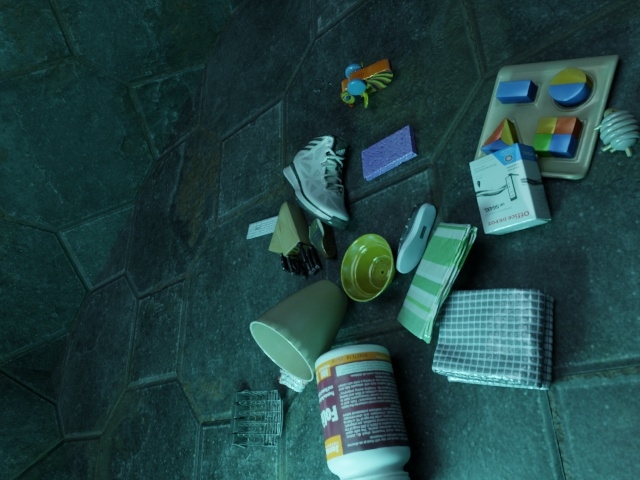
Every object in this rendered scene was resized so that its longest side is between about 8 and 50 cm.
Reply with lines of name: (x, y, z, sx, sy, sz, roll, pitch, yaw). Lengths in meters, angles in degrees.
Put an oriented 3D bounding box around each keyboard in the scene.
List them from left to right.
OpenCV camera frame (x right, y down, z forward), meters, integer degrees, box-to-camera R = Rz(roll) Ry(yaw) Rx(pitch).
keyboard: (-0.228, -0.061, 2.079, 0.256, 0.014, 0.072, -13, 64, 42)

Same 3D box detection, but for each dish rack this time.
dish rack: (-0.222, 0.634, 1.739, 0.271, 0.074, 0.208, -17, 63, 38)

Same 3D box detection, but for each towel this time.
towel: (0.316, 0.104, 1.353, 0.248, 0.038, 0.324, -148, 80, -82)
towel: (0.419, 0.238, 1.210, 0.284, 0.121, 0.235, -8, 67, 44)

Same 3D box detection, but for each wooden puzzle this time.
wooden puzzle: (0.584, -0.342, 1.316, 0.322, 0.080, 0.347, 14, 84, 48)

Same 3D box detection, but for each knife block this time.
knife block: (-0.078, -0.001, 1.846, 0.242, 0.088, 0.275, 8, 79, 46)

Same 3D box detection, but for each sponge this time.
sponge: (0.235, -0.303, 1.694, 0.210, 0.031, 0.117, -25, 57, 37)

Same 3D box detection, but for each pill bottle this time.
pill bottle: (0.117, 0.505, 1.328, 0.224, 0.224, 0.392, -32, 52, 33)

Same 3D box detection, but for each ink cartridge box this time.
ink cartridge box: (0.493, -0.130, 1.272, 0.148, 0.086, 0.203, -21, 73, 47)

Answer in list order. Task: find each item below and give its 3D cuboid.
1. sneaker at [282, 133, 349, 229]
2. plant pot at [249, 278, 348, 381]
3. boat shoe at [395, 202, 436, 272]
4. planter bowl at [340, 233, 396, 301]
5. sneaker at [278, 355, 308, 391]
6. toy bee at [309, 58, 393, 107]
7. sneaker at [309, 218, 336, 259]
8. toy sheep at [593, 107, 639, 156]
sneaker: (0.023, -0.245, 1.784, 0.257, 0.169, 0.447, -54, 41, 18)
plant pot: (-0.040, 0.262, 1.568, 0.256, 0.256, 0.274, 7, 43, 47)
boat shoe: (0.277, -0.012, 1.496, 0.076, 0.080, 0.228, 17, 86, 56)
planter bowl: (0.172, 0.093, 1.543, 0.217, 0.090, 0.217, -21, 61, 44)
sneaker: (-0.123, 0.416, 1.712, 0.270, 0.090, 0.145, 31, 94, 45)
toy bee: (0.135, -0.591, 1.856, 0.298, 0.162, 0.195, 9, 70, 22)
sneaker: (0.000, 0.000, 1.789, 0.086, 0.064, 0.192, -40, 48, 38)
toy sheep: (0.708, -0.257, 1.153, 0.091, 0.091, 0.132, -27, 69, 36)
